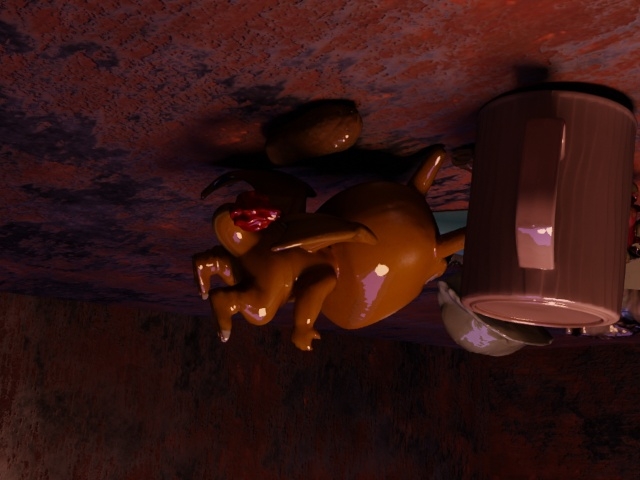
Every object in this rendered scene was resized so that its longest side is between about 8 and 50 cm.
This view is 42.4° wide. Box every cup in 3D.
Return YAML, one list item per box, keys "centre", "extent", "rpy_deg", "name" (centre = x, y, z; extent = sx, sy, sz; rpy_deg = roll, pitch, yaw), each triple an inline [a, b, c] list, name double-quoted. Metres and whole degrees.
- centre: [0.298, -0.042, 1.039]
  extent: [0.208, 0.273, 0.288]
  rpy_deg: [11, 168, -8]
  name: "cup"

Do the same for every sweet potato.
- centre: [-0.024, -0.138, 1.153]
  extent: [0.081, 0.062, 0.233]
  rpy_deg: [5, 171, -30]
  name: "sweet potato"

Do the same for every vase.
- centre: [0.351, 0.041, 1.877]
  extent: [0.167, 0.059, 0.059]
  rpy_deg: [8, 166, -26]
  name: "vase"

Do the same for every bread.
- centre: [0.238, -0.116, 1.253]
  extent: [0.083, 0.036, 0.047]
  rpy_deg: [16, 165, -40]
  name: "bread"

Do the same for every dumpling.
- centre: [0.430, 0.196, 2.053]
  extent: [0.320, 0.270, 0.212]
  rpy_deg: [-15, 151, -35]
  name: "dumpling"

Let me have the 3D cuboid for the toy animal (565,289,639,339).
- centre: [0.781, 0.147, 2.000]
  extent: [0.302, 0.194, 0.344]
  rpy_deg: [7, 171, 4]
  name: "toy animal"

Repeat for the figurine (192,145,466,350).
- centre: [0.013, 0.016, 1.234]
  extent: [0.387, 0.268, 0.401]
  rpy_deg: [-10, -171, -18]
  name: "figurine"

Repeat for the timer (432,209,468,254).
- centre: [0.329, -0.015, 1.663]
  extent: [0.249, 0.091, 0.232]
  rpy_deg: [9, 172, 24]
  name: "timer"

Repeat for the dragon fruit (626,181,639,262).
- centre: [0.396, -0.024, 1.330]
  extent: [0.198, 0.218, 0.272]
  rpy_deg: [55, 153, -13]
  name: "dragon fruit"

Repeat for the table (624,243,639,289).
- centre: [0.659, 0.036, 1.690]
  extent: [0.240, 0.122, 0.111]
  rpy_deg: [4, -175, -6]
  name: "table"
